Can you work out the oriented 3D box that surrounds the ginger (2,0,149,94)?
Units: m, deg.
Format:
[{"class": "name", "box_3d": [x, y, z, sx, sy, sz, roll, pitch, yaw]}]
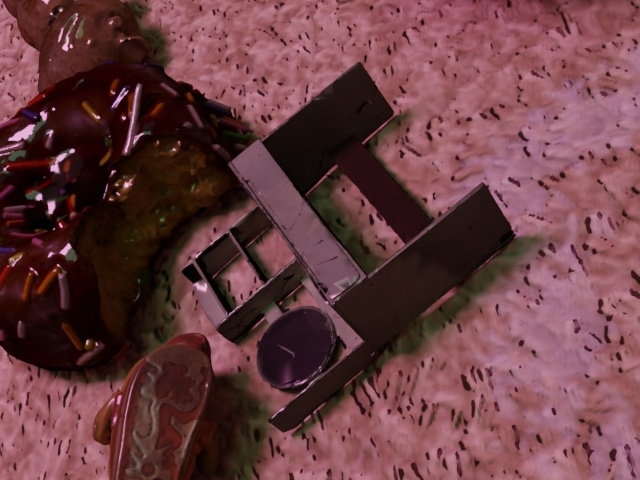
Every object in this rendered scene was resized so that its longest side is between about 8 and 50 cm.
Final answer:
[{"class": "ginger", "box_3d": [-0.214, -0.186, 0.923, 0.104, 0.080, 0.204, -45, 46, 9]}]

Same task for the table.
[{"class": "table", "box_3d": [0.000, 0.000, 0.647, 0.175, 0.062, 0.146, -40, 45, 2]}]

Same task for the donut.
[{"class": "donut", "box_3d": [-0.165, -0.031, 0.764, 0.230, 0.096, 0.216, -49, 45, -2]}]

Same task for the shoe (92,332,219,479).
[{"class": "shoe", "box_3d": [-0.094, 0.109, 0.631, 0.072, 0.069, 0.109, -2, 63, -9]}]
